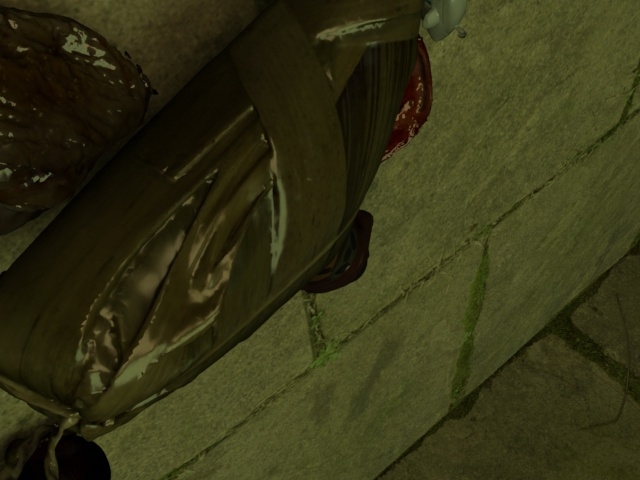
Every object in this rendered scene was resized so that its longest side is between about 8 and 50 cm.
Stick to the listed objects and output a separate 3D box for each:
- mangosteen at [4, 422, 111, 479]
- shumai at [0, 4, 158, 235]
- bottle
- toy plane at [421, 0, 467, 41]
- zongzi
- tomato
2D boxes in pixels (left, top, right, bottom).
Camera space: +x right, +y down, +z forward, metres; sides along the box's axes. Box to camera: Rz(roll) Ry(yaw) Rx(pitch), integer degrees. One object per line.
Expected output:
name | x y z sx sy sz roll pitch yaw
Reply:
mangosteen | -0.364 0.323 0.945 0.152 0.152 0.152 -32 146 -25
shumai | -0.284 -0.095 0.567 0.185 0.184 0.218 -20 -157 37
bottle | 0.000 0.000 1.014 0.156 0.143 0.271 -27 162 13
toy plane | 0.140 -0.360 0.811 0.182 0.107 0.273 -29 141 -38
zongzi | -0.102 -0.072 0.570 0.500 0.218 0.467 -42 159 -49
tomato | 0.030 -0.189 0.879 0.228 0.101 0.228 -24 143 -20
